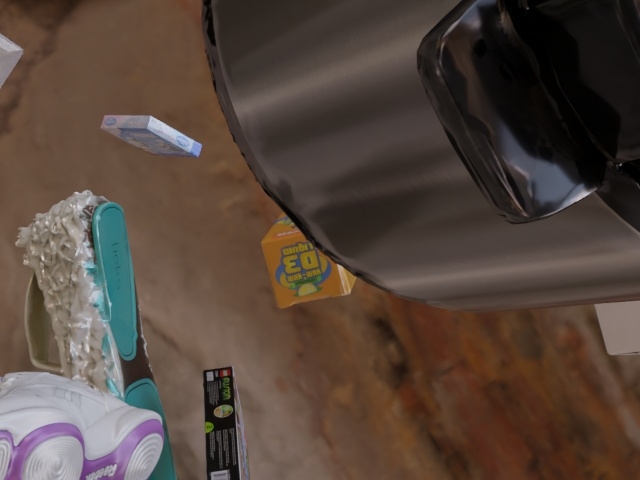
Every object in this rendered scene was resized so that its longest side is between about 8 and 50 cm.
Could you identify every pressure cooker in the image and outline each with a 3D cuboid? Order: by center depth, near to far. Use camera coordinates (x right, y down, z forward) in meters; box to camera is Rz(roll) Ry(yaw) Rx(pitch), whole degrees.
[{"bbox_3d":[0.180,-0.151,0.722,0.375,0.420,0.370,16,78,-28],"label":"pressure cooker"}]

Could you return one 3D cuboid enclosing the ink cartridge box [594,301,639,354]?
[{"bbox_3d":[0.301,-0.022,1.216,0.218,0.092,0.158,-48,125,-53],"label":"ink cartridge box"}]

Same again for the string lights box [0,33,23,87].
[{"bbox_3d":[-0.329,-0.172,0.913,0.260,0.077,0.133,36,3,31],"label":"string lights box"}]

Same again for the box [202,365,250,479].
[{"bbox_3d":[-0.100,0.242,1.511,0.207,0.036,0.114,-100,-178,-58],"label":"box"}]

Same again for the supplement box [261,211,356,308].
[{"bbox_3d":[0.000,0.000,1.482,0.233,0.078,0.080,-67,143,-72],"label":"supplement box"}]

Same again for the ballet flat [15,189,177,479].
[{"bbox_3d":[-0.253,0.152,1.560,0.147,0.147,0.409,2,77,-70],"label":"ballet flat"}]

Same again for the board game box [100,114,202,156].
[{"bbox_3d":[-0.208,-0.128,1.719,0.090,0.090,0.020,29,73,-44],"label":"board game box"}]

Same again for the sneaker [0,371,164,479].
[{"bbox_3d":[-0.263,0.180,1.243,0.152,0.114,0.305,22,1,20],"label":"sneaker"}]
